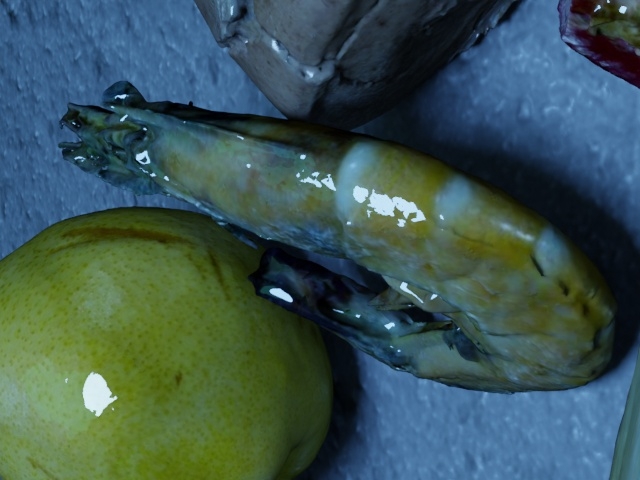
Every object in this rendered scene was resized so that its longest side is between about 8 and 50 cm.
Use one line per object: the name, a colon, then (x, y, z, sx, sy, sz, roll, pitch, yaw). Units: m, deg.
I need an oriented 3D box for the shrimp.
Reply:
shrimp: (0.000, 0.000, 0.950, 0.445, 0.085, 0.272, 22, 152, 16)

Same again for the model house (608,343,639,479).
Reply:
model house: (0.284, 0.197, 0.557, 0.342, 0.382, 0.335, 13, 111, 12)

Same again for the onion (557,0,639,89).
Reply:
onion: (0.234, -0.162, 0.679, 0.207, 0.216, 0.206, 17, 151, 12)

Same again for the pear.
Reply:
pear: (-0.145, 0.116, 1.112, 0.314, 0.314, 0.314, 13, 107, 49)

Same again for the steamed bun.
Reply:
steamed bun: (-0.004, -0.213, 0.903, 0.251, 0.199, 0.301, 48, 148, 12)
